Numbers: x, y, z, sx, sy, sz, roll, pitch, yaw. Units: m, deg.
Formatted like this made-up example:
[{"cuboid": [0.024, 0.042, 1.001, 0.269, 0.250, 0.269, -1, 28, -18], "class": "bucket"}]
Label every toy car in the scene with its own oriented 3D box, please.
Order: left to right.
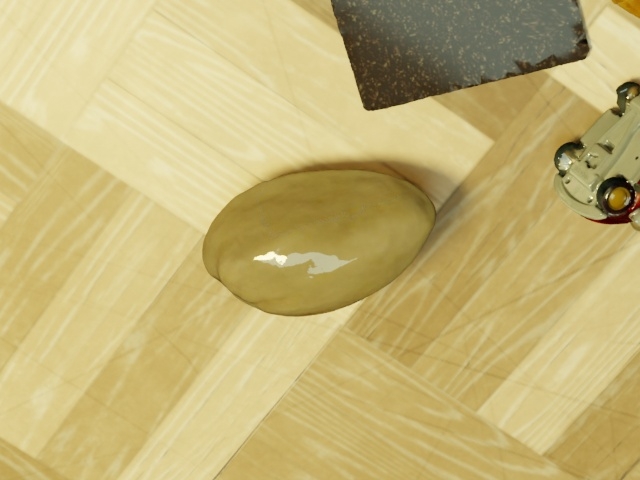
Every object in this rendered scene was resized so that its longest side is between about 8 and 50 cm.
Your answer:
[{"cuboid": [0.297, -0.065, 1.598, 0.112, 0.112, 0.139, 33, 100, -28], "class": "toy car"}]

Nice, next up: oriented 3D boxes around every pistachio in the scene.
[{"cuboid": [0.000, 0.000, 1.647, 0.226, 0.136, 0.136, -14, 114, 6], "class": "pistachio"}]

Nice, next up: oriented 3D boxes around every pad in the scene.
[{"cuboid": [0.099, -0.286, 1.555, 0.220, 0.004, 0.330, -12, 114, 12], "class": "pad"}]

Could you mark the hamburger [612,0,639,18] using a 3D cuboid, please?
[{"cuboid": [0.340, -0.320, 1.424, 0.314, 0.170, 0.290, -29, 117, 17], "class": "hamburger"}]

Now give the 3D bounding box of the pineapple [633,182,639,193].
[{"cuboid": [0.436, 0.019, 1.557, 0.364, 0.165, 0.165, 27, 117, -23], "class": "pineapple"}]
